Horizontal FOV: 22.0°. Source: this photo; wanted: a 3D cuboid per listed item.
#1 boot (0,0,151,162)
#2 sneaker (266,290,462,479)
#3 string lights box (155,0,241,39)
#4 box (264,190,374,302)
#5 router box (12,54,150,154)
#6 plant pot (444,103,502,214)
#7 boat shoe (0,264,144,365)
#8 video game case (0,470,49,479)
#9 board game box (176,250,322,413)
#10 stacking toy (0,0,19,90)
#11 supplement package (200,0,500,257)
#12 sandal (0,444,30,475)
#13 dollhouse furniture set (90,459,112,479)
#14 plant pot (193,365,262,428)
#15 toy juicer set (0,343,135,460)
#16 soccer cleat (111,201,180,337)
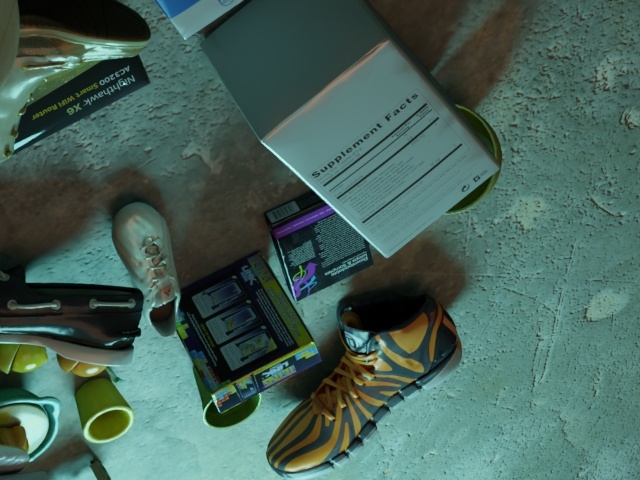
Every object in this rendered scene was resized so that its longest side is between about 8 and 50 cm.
[{"bbox_3d":[-0.276,-0.152,1.552,0.213,0.077,0.165,-2,132,-25],"label":"boot"},{"bbox_3d":[0.035,0.178,2.230,0.321,0.124,0.180,-40,138,-8],"label":"sneaker"},{"bbox_3d":[-0.177,-0.320,1.526,0.076,0.133,0.260,-34,142,2],"label":"string lights box"},{"bbox_3d":[0.000,0.000,2.071,0.116,0.029,0.162,-25,140,-8],"label":"box"},{"bbox_3d":[-0.349,-0.184,1.597,0.308,0.081,0.243,-28,142,-5],"label":"router box"},{"bbox_3d":[0.169,-0.100,2.014,0.134,0.134,0.095,-48,163,19],"label":"plant pot"},{"bbox_3d":[-0.347,0.071,1.860,0.302,0.114,0.091,11,97,-30],"label":"boat shoe"},{"bbox_3d":[-0.524,0.366,2.009,0.300,0.036,0.329,-2,154,-32],"label":"video game case"},{"bbox_3d":[-0.098,0.110,2.007,0.141,0.170,0.048,-26,139,-7],"label":"board game box"},{"bbox_3d":[-0.433,-0.187,1.407,0.330,0.141,0.141,1,143,15],"label":"stacking toy"},{"bbox_3d":[0.036,-0.147,1.817,0.175,0.177,0.293,-38,141,8],"label":"supplement package"},{"bbox_3d":[-0.475,0.239,1.922,0.265,0.076,0.102,5,145,-29],"label":"sandal"},{"bbox_3d":[-0.316,0.393,2.225,0.129,0.129,0.184,-29,166,-5],"label":"dollhouse furniture set"},{"bbox_3d":[-0.129,0.189,2.143,0.083,0.079,0.083,-19,140,-16],"label":"plant pot"},{"bbox_3d":[-0.387,0.208,1.983,0.329,0.089,0.209,-17,139,-18],"label":"toy juicer set"},{"bbox_3d":[-0.197,0.033,1.934,0.068,0.076,0.196,-22,140,-12],"label":"soccer cleat"}]
